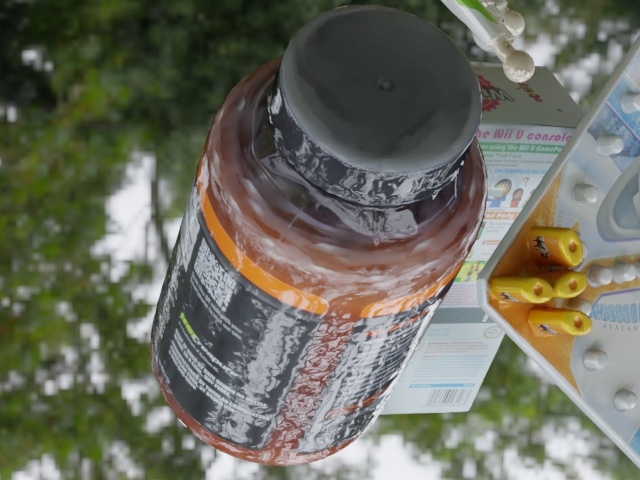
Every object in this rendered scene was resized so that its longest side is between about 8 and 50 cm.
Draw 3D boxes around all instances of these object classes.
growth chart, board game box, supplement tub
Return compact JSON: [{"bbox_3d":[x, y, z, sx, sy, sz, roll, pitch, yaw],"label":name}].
[{"bbox_3d":[0.056,-0.162,0.959,0.021,0.172,0.237,-38,-176,12],"label":"growth chart"},{"bbox_3d":[0.346,0.009,1.367,0.390,0.390,0.050,-54,-154,-17],"label":"board game box"},{"bbox_3d":[0.000,0.000,0.671,0.106,0.198,0.106,7,-123,-11],"label":"supplement tub"},{"bbox_3d":[0.061,0.002,1.461,0.224,0.303,0.097,1,-142,-30],"label":"board game box"}]
